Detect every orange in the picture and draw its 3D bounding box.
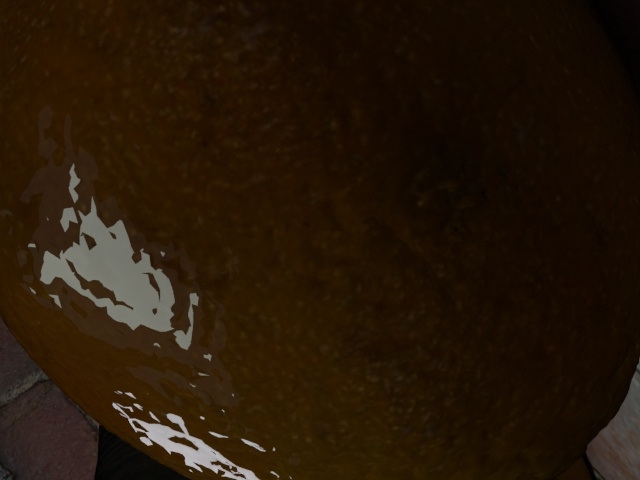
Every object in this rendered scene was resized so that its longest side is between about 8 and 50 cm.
[{"bbox_3d":[-0.002,-0.026,0.954,0.357,0.322,0.322,50,167,-13],"label":"orange"}]

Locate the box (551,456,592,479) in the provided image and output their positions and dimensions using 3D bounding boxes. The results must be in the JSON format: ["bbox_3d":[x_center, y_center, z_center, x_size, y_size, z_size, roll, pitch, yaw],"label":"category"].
[{"bbox_3d":[0.066,0.123,1.297,0.076,0.174,0.274,32,153,56],"label":"box"}]

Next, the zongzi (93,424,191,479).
[{"bbox_3d":[-0.052,0.288,1.455,0.207,0.432,0.403,10,160,30],"label":"zongzi"}]
